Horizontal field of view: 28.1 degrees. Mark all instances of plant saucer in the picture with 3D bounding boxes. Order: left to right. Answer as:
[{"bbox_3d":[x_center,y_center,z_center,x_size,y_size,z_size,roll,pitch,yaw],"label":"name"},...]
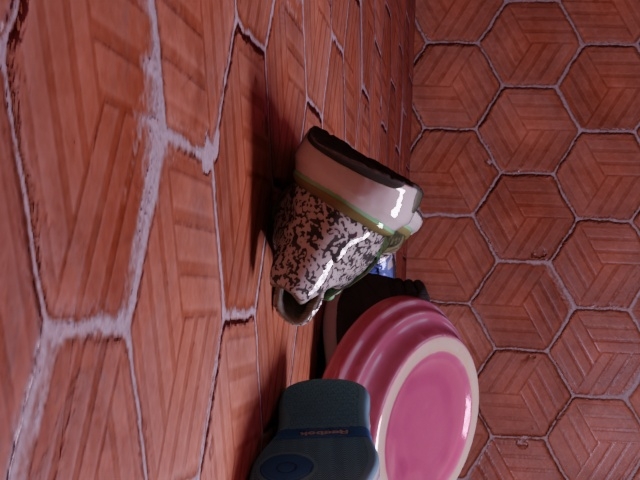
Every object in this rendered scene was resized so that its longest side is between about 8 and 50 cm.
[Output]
[{"bbox_3d":[0.116,0.243,1.734,0.332,0.084,0.332,-18,113,-49],"label":"plant saucer"}]

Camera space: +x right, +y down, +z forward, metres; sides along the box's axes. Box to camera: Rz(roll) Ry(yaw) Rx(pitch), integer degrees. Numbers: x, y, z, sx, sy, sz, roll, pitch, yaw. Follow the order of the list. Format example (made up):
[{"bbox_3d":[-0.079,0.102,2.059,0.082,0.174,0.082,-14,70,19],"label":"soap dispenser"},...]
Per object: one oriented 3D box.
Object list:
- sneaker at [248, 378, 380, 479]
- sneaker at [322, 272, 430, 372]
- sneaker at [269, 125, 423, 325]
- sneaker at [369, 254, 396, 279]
[{"bbox_3d":[0.003,0.289,1.301,0.319,0.127,0.208,-63,153,-72],"label":"sneaker"},{"bbox_3d":[0.083,0.123,1.804,0.296,0.147,0.105,-70,162,-64],"label":"sneaker"},{"bbox_3d":[0.000,0.000,1.357,0.182,0.158,0.410,-57,172,-2],"label":"sneaker"},{"bbox_3d":[0.069,0.007,1.990,0.081,0.080,0.211,-43,125,-71],"label":"sneaker"}]
